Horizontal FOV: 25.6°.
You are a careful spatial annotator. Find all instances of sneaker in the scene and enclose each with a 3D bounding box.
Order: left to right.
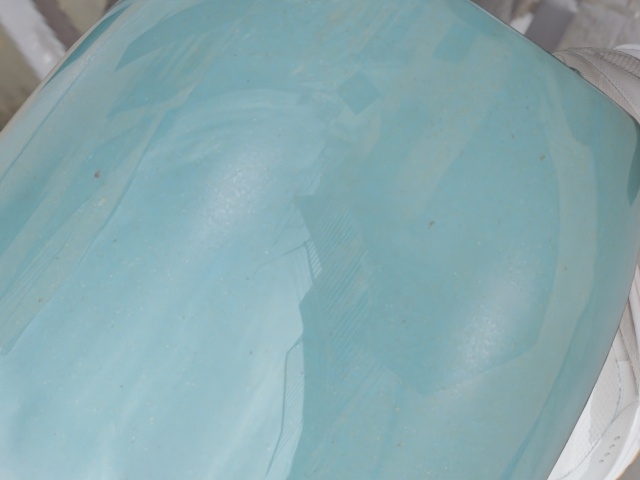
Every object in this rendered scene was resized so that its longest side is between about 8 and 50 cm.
[{"bbox_3d":[0.127,0.017,0.777,0.121,0.262,0.099,1,-173,-44],"label":"sneaker"}]

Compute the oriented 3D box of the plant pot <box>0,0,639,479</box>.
[{"bbox_3d":[0.000,0.000,0.608,0.293,0.235,0.293,33,-173,-4],"label":"plant pot"}]
